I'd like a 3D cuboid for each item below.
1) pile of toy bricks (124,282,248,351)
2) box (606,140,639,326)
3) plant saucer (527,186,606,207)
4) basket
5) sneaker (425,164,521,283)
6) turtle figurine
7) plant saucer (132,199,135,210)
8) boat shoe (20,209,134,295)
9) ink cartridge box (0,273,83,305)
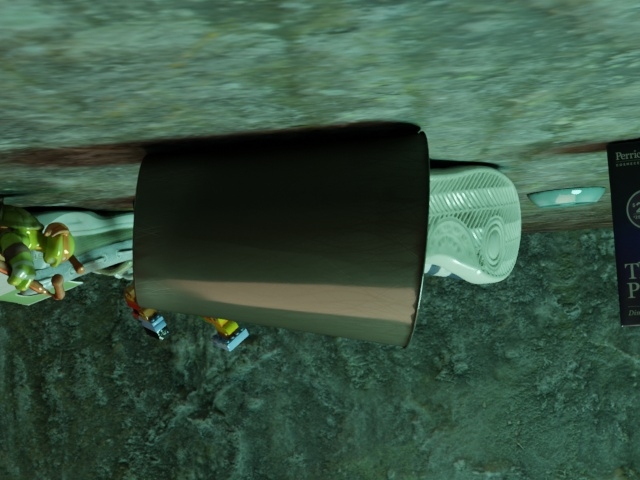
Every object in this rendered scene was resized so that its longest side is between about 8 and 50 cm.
[{"bbox_3d":[-0.156,0.048,1.277,0.212,0.105,0.118,16,-133,45],"label":"pile of toy bricks"},{"bbox_3d":[0.421,-0.015,1.047,0.261,0.184,0.103,-6,175,24],"label":"box"},{"bbox_3d":[0.376,-0.064,1.662,0.119,0.021,0.119,-4,177,0],"label":"plant saucer"},{"bbox_3d":[-0.035,-0.004,0.901,0.226,0.154,0.204,3,135,-3],"label":"basket"},{"bbox_3d":[0.089,-0.023,1.163,0.148,0.131,0.350,2,176,37],"label":"sneaker"},{"bbox_3d":[-0.343,-0.003,1.104,0.217,0.087,0.269,6,-172,-15],"label":"turtle figurine"},{"bbox_3d":[-0.075,0.009,1.316,0.317,0.044,0.317,12,171,2],"label":"plant saucer"},{"bbox_3d":[-0.298,0.016,1.424,0.118,0.103,0.320,-5,177,17],"label":"boat shoe"},{"bbox_3d":[-0.459,0.033,1.444,0.235,0.056,0.171,10,161,-39],"label":"ink cartridge box"}]
